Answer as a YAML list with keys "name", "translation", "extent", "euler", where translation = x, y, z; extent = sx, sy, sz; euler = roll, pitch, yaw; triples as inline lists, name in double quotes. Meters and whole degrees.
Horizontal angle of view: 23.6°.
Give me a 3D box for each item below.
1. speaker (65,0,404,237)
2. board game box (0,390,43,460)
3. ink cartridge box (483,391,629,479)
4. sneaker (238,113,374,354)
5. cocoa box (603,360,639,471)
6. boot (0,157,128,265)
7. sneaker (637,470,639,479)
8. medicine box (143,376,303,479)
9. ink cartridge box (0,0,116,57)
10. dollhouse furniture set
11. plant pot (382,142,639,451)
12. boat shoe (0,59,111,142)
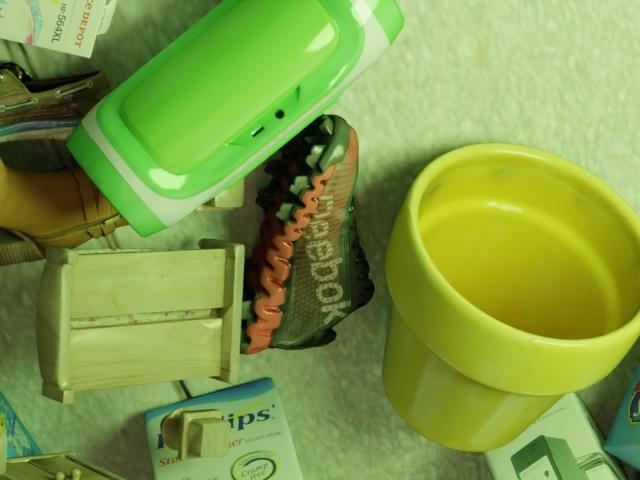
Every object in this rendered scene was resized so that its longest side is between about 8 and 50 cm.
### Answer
- name: "speaker"
  translation: [-0.073, -0.136, 1.336]
  extent: [0.296, 0.131, 0.131]
  euler: [-39, 123, -2]
- name: "board game box"
  translation: [-0.425, 0.312, 1.615]
  extent: [0.308, 0.086, 0.302]
  euler: [-23, 125, 4]
- name: "ink cartridge box"
  translation: [0.282, 0.306, 1.630]
  extent: [0.122, 0.289, 0.211]
  euler: [-29, 124, 9]
- name: "sneaker"
  translation: [0.000, 0.000, 1.489]
  extent: [0.135, 0.097, 0.276]
  euler: [9, 123, -17]
- name: "cocoa box"
  translation: [0.513, 0.193, 1.547]
  extent: [0.347, 0.231, 0.228]
  euler: [32, 70, -14]
- name: "boot"
  translation: [-0.243, -0.050, 1.399]
  extent: [0.152, 0.073, 0.197]
  euler: [-16, 158, -9]
- name: "sneaker"
  translation: [0.474, 0.293, 1.761]
  extent: [0.208, 0.127, 0.319]
  euler: [-10, 125, -4]
- name: "medicine box"
  translation: [-0.069, 0.339, 1.581]
  extent: [0.149, 0.289, 0.263]
  euler: [-15, 124, -4]
- name: "ink cartridge box"
  translation: [-0.237, -0.223, 1.299]
  extent: [0.143, 0.090, 0.092]
  euler: [11, 120, -17]
- name: "dollhouse furniture set"
  translation: [-0.247, 0.096, 1.443]
  extent: [0.303, 0.174, 0.355]
  euler: [-1, 97, -40]
- name: "plant pot"
  translation: [0.171, 0.075, 1.499]
  extent: [0.254, 0.254, 0.239]
  euler: [5, 137, -14]
- name: "boat shoe"
  translation: [-0.278, -0.127, 1.377]
  extent: [0.183, 0.066, 0.066]
  euler: [-4, 111, -12]
